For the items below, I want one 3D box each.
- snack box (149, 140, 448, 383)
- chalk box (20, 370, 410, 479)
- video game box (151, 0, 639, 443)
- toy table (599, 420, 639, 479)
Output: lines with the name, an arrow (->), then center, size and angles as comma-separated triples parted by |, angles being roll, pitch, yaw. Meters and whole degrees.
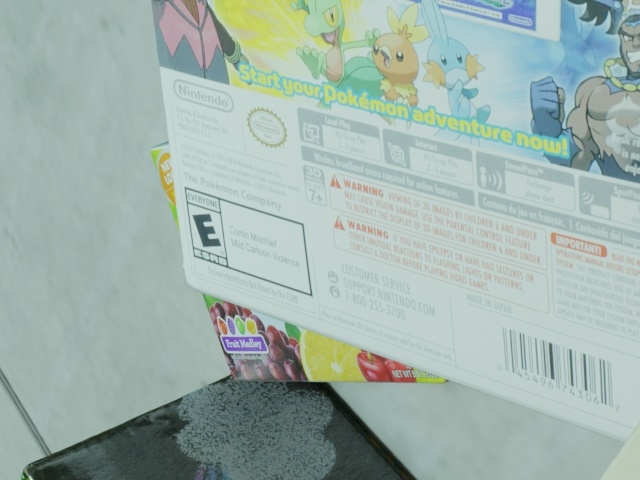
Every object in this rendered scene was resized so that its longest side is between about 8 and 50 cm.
snack box -> 0.000, 0.000, 0.634 | 0.141, 0.037, 0.100 | -7, 103, 56
chalk box -> -0.010, 0.173, 0.674 | 0.213, 0.132, 0.132 | 47, 143, 30
video game box -> 0.033, -0.052, 0.494 | 0.205, 0.048, 0.187 | 17, 125, 39
toy table -> 0.141, -0.048, 0.281 | 0.274, 0.161, 0.252 | 41, 140, 33
